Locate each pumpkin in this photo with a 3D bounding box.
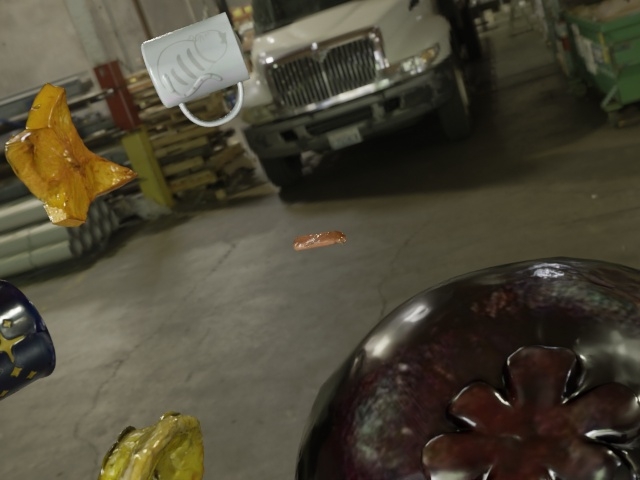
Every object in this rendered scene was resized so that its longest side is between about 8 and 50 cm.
[{"bbox_3d":[-0.520,-0.154,1.598,0.095,0.290,0.258,-16,39,22],"label":"pumpkin"}]

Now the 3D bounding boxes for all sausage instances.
[{"bbox_3d":[0.000,0.000,1.854,0.158,0.042,0.036,-7,-23,40],"label":"sausage"}]

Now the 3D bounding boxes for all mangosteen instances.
[{"bbox_3d":[0.182,0.216,0.592,0.382,0.435,0.382,-11,55,15],"label":"mangosteen"}]

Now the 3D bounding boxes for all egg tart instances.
[{"bbox_3d":[-0.192,0.273,0.845,0.074,0.191,0.191,10,25,16],"label":"egg tart"}]

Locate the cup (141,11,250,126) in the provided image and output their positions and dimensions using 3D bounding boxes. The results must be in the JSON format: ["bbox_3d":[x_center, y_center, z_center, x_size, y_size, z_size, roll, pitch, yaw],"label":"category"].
[{"bbox_3d":[-0.169,-0.239,1.092,0.133,0.136,0.099,-20,-13,-2],"label":"cup"}]

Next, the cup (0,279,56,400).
[{"bbox_3d":[-0.573,0.152,1.139,0.178,0.255,0.256,-19,9,45],"label":"cup"}]
